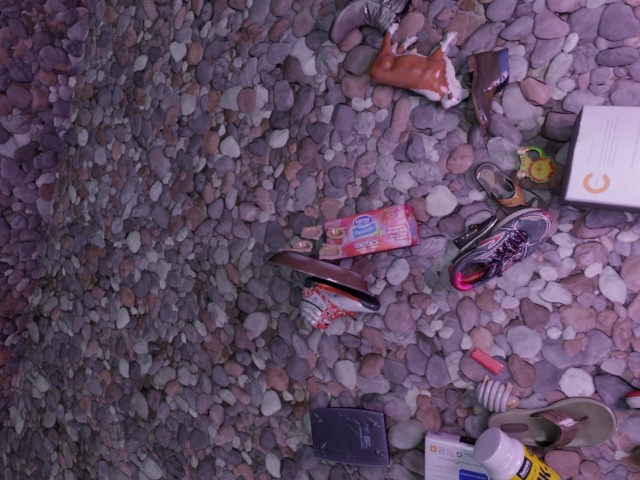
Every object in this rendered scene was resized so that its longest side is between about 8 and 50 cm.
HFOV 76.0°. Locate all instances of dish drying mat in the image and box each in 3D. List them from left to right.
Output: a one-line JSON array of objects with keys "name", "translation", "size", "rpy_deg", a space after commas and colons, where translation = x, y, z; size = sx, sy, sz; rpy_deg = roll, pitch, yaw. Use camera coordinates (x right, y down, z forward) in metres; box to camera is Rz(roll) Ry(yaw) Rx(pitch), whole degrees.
[{"name": "dish drying mat", "translation": [0.465, 0.336, 1.144], "size": [0.083, 0.008, 0.032], "rpy_deg": [35, 103, 23]}]

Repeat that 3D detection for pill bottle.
[{"name": "pill bottle", "translation": [0.500, 0.581, 1.034], "size": [0.208, 0.119, 0.119], "rpy_deg": [39, 107, 1]}]

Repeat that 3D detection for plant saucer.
[{"name": "plant saucer", "translation": [-0.002, 0.086, 1.210], "size": [0.310, 0.310, 0.050], "rpy_deg": [14, 85, 25]}]

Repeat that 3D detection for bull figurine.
[{"name": "bull figurine", "translation": [0.292, -0.501, 1.183], "size": [0.310, 0.101, 0.189], "rpy_deg": [23, 96, 22]}]

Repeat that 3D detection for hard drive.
[{"name": "hard drive", "translation": [0.093, 0.611, 1.296], "size": [0.254, 0.054, 0.172], "rpy_deg": [-9, 86, 25]}]

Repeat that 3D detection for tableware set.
[{"name": "tableware set", "translation": [0.000, 0.000, 1.161], "size": [0.141, 0.169, 0.020], "rpy_deg": [3, 125, 13]}]

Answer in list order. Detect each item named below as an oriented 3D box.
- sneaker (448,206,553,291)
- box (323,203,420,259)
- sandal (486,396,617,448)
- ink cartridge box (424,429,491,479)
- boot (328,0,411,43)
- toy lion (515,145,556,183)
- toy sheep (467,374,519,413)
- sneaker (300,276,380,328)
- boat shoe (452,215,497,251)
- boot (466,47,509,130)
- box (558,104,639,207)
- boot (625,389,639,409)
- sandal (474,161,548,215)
[{"name": "sneaker", "translation": [0.472, 0.037, 1.071], "size": [0.121, 0.112, 0.299], "rpy_deg": [47, 110, 3]}, {"name": "box", "translation": [0.154, -0.021, 1.229], "size": [0.256, 0.128, 0.123], "rpy_deg": [-12, 85, 26]}, {"name": "sandal", "translation": [0.582, 0.480, 1.042], "size": [0.302, 0.086, 0.120], "rpy_deg": [-20, 81, 24]}, {"name": "ink cartridge box", "translation": [0.385, 0.740, 1.150], "size": [0.175, 0.069, 0.371], "rpy_deg": [0, 87, 25]}, {"name": "boot", "translation": [0.149, -0.681, 1.266], "size": [0.246, 0.083, 0.161], "rpy_deg": [-45, 78, 20]}, {"name": "toy lion", "translation": [0.570, -0.200, 1.086], "size": [0.096, 0.034, 0.100], "rpy_deg": [0, 89, 19]}, {"name": "toy sheep", "translation": [0.465, 0.415, 1.104], "size": [0.132, 0.091, 0.091], "rpy_deg": [9, 94, 39]}, {"name": "sneaker", "translation": [0.055, 0.220, 1.299], "size": [0.270, 0.090, 0.145], "rpy_deg": [16, 98, 28]}, {"name": "boat shoe", "translation": [0.429, -0.025, 1.140], "size": [0.133, 0.049, 0.042], "rpy_deg": [-44, 80, 24]}, {"name": "boot", "translation": [0.464, -0.413, 1.108], "size": [0.106, 0.082, 0.219], "rpy_deg": [-10, 84, 28]}, {"name": "box", "translation": [0.753, -0.169, 0.919], "size": [0.345, 0.168, 0.215], "rpy_deg": [11, 95, 25]}, {"name": "boot", "translation": [0.816, 0.291, 0.945], "size": [0.244, 0.088, 0.176], "rpy_deg": [-37, 45, 40]}, {"name": "sandal", "translation": [0.504, -0.131, 1.098], "size": [0.090, 0.060, 0.219], "rpy_deg": [-44, 73, 19]}]
